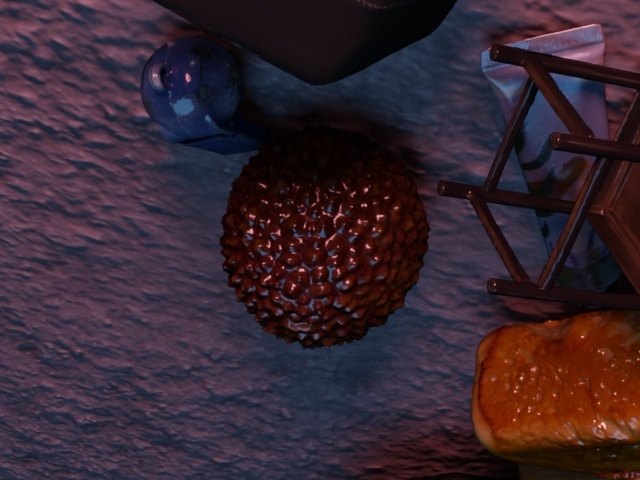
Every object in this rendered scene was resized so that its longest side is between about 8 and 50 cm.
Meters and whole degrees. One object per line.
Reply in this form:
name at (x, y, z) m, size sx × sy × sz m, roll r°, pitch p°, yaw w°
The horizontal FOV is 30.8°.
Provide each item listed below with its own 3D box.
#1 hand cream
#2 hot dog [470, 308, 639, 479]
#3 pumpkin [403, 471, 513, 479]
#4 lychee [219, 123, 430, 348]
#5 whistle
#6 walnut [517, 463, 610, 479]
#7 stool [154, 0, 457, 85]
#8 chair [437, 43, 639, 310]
hand cream at (0.198, -0.050, 0.933) m, size 0.091 × 0.058 × 0.271 m, roll -9°, pitch 131°, yaw 15°
hot dog at (0.271, 0.137, 1.033) m, size 0.257 × 0.150 × 0.153 m, roll -13°, pitch 153°, yaw 38°
pumpkin at (0.198, 0.469, 1.328) m, size 0.454 × 0.344 × 0.454 m, roll 17°, pitch 132°, yaw 20°
lychee at (0.000, 0.000, 0.976) m, size 0.188 × 0.188 × 0.188 m, roll 11°, pitch 141°, yaw 9°
whistle at (-0.096, -0.121, 0.955) m, size 0.090 × 0.090 × 0.158 m, roll -2°, pitch 177°, yaw 24°
walnut at (0.282, 0.227, 1.168) m, size 0.167 × 0.149 × 0.166 m, roll -6°, pitch 167°, yaw -1°
stool at (-0.002, -0.217, 0.681) m, size 0.232 × 0.232 × 0.141 m, roll 27°, pitch 139°, yaw -11°
chair at (0.238, -0.031, 0.831) m, size 0.260 × 0.154 × 0.141 m, roll 7°, pitch 123°, yaw -18°
